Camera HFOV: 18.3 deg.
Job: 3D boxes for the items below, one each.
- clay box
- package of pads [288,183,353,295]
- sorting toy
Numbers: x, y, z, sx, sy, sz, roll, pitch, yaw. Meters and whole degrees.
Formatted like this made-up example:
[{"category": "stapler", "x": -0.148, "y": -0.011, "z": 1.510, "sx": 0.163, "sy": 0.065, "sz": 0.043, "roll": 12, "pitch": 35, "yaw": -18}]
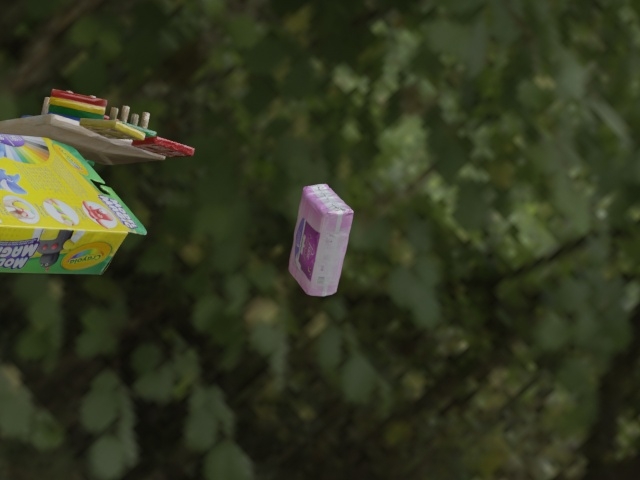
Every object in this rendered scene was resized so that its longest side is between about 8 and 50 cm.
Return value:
[{"category": "clay box", "x": -0.252, "y": -0.031, "z": 1.575, "sx": 0.222, "sy": 0.053, "sz": 0.127, "roll": 5, "pitch": 36, "yaw": -52}, {"category": "package of pads", "x": 0.000, "y": 0.000, "z": 1.665, "sx": 0.032, "sy": 0.083, "sz": 0.050, "roll": -2, "pitch": 30, "yaw": -25}, {"category": "sorting toy", "x": -0.235, "y": -0.117, "z": 2.009, "sx": 0.132, "sy": 0.046, "sz": 0.274, "roll": 16, "pitch": -9, "yaw": -31}]
